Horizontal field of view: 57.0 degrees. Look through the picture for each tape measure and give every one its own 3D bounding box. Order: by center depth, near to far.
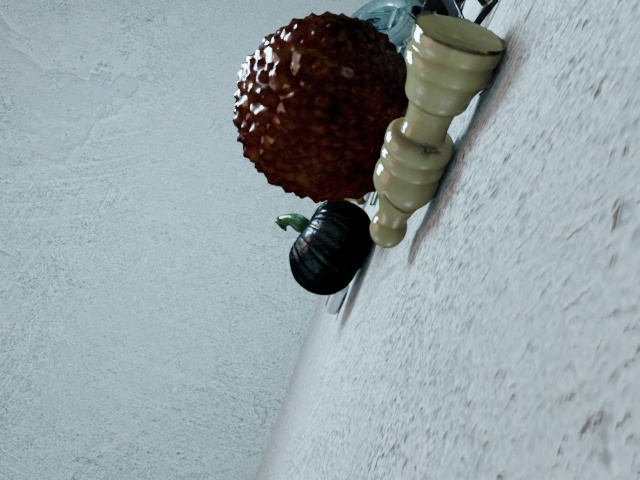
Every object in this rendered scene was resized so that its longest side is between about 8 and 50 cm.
[{"bbox_3d":[0.176,-0.530,1.552,0.147,0.275,0.256,50,-136,-44],"label":"tape measure"}]

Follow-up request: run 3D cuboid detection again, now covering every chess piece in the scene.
[{"bbox_3d":[0.130,-0.127,0.781,0.138,0.124,0.307,-118,36,-47],"label":"chess piece"}]

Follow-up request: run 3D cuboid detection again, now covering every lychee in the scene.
[{"bbox_3d":[0.025,-0.278,1.285,0.500,0.425,0.424,20,90,51],"label":"lychee"}]

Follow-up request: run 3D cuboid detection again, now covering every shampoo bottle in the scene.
[{"bbox_3d":[0.047,0.151,1.654,0.072,0.043,0.099,-70,1,-57],"label":"shampoo bottle"}]

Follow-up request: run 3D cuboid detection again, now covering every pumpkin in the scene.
[{"bbox_3d":[0.000,0.000,1.445,0.248,0.248,0.247,-160,90,-90],"label":"pumpkin"}]

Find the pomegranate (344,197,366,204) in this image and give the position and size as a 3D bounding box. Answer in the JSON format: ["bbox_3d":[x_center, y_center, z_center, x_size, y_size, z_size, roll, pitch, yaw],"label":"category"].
[{"bbox_3d":[0.123,-0.224,2.240,0.196,0.196,0.196,-160,90,-90],"label":"pomegranate"}]

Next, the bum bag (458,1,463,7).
[{"bbox_3d":[0.301,-0.489,1.385,0.109,0.026,0.159,112,-176,-67],"label":"bum bag"}]

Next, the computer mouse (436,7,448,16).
[{"bbox_3d":[0.286,-0.685,1.588,0.116,0.183,0.323,-60,1,3],"label":"computer mouse"}]

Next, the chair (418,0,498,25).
[{"bbox_3d":[0.234,-0.451,0.978,0.142,0.260,0.154,-24,-15,-13],"label":"chair"}]

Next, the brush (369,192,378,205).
[{"bbox_3d":[0.190,-0.223,1.787,0.043,0.036,0.247,29,-99,-86],"label":"brush"}]
